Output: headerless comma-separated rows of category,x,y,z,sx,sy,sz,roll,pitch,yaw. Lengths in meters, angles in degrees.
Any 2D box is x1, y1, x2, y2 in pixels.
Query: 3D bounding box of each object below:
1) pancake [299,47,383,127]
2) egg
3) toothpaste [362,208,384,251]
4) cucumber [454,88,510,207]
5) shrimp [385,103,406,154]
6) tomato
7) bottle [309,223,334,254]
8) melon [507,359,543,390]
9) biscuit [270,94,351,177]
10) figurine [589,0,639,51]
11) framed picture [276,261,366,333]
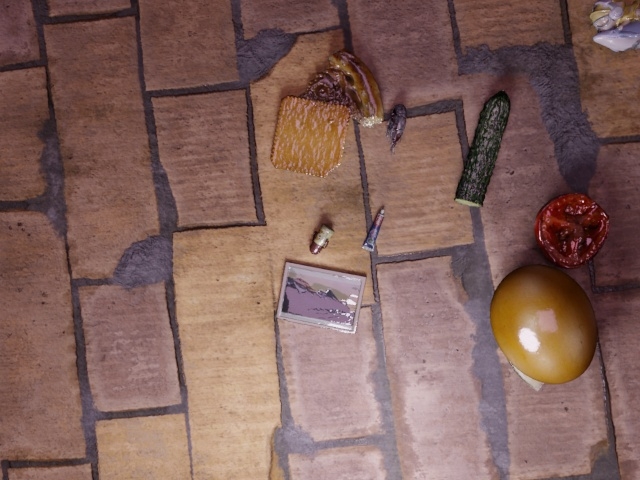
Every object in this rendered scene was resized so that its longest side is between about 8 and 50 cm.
pancake,0.057,-0.459,1.841,0.245,0.057,0.265,-17,92,7
egg,0.642,0.240,1.700,0.283,0.282,0.351,-25,89,6
toothpaste,0.173,-0.034,1.865,0.037,0.021,0.139,22,97,9
cucumber,0.496,-0.282,1.792,0.096,0.096,0.359,16,91,5
shrimp,0.231,-0.342,1.825,0.057,0.065,0.165,17,92,-31
tomato,0.744,-0.031,1.775,0.228,0.101,0.227,0,94,-3
bottle,0.000,0.001,1.869,0.047,0.063,0.101,29,98,-25
melon,0.625,0.374,1.824,0.182,0.054,0.098,37,89,2
biscuit,-0.033,-0.325,1.859,0.232,0.013,0.236,13,100,10
figurine,0.888,-0.642,1.727,0.209,0.128,0.183,-35,86,-2
framed picture,0.002,0.184,1.892,0.266,0.018,0.192,10,94,5
